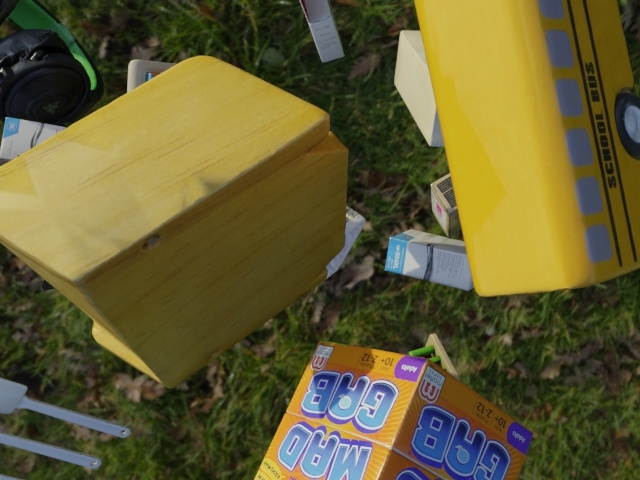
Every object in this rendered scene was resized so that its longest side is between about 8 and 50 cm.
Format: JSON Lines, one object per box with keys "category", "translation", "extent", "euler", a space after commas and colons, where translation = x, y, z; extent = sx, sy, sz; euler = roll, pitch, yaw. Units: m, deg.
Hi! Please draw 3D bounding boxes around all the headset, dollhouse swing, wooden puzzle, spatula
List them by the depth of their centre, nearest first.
{"category": "dollhouse swing", "translation": [-0.189, -0.057, 0.733], "extent": [0.305, 0.315, 0.347], "euler": [50, 166, 20]}
{"category": "spatula", "translation": [-0.385, 0.263, 0.961], "extent": [0.242, 0.019, 0.168], "euler": [29, 99, -33]}
{"category": "headset", "translation": [-0.400, -0.272, 0.975], "extent": [0.185, 0.394, 0.243], "euler": [-39, 101, 15]}
{"category": "wooden puzzle", "translation": [-0.392, -0.357, 1.981], "extent": [0.044, 0.238, 0.221], "euler": [23, 110, 57]}

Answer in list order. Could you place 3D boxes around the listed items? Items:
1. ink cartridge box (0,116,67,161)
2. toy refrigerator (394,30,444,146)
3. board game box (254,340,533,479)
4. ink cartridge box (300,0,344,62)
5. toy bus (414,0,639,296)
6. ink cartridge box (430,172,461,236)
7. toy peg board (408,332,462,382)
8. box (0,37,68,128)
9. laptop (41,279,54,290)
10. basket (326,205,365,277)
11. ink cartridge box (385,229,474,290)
{"category": "ink cartridge box", "translation": [-0.317, -0.109, 0.852], "extent": [0.083, 0.028, 0.048], "euler": [8, 88, -9]}
{"category": "toy refrigerator", "translation": [0.200, -0.258, 1.238], "extent": [0.094, 0.269, 0.102], "euler": [-1, 122, -8]}
{"category": "board game box", "translation": [0.149, 0.461, 1.555], "extent": [0.356, 0.356, 0.356], "euler": [36, 159, -29]}
{"category": "ink cartridge box", "translation": [-0.022, -0.590, 1.718], "extent": [0.060, 0.275, 0.239], "euler": [-16, 145, 7]}
{"category": "toy bus", "translation": [0.154, -0.134, 0.558], "extent": [0.108, 0.130, 0.333], "euler": [-11, 90, 53]}
{"category": "ink cartridge box", "translation": [0.362, -0.116, 1.757], "extent": [0.193, 0.235, 0.088], "euler": [-31, 75, 1]}
{"category": "toy peg board", "translation": [0.273, 0.349, 1.877], "extent": [0.161, 0.079, 0.161], "euler": [99, 153, -50]}
{"category": "box", "translation": [-0.522, -0.252, 1.255], "extent": [0.322, 0.079, 0.257], "euler": [54, 166, -4]}
{"category": "laptop", "translation": [-0.399, 0.046, 1.498], "extent": [0.234, 0.264, 0.137], "euler": [-12, 72, -1]}
{"category": "basket", "translation": [0.000, 0.000, 1.552], "extent": [0.103, 0.113, 0.167], "euler": [40, 133, 15]}
{"category": "ink cartridge box", "translation": [0.272, 0.042, 1.713], "extent": [0.203, 0.148, 0.086], "euler": [15, 104, 25]}
